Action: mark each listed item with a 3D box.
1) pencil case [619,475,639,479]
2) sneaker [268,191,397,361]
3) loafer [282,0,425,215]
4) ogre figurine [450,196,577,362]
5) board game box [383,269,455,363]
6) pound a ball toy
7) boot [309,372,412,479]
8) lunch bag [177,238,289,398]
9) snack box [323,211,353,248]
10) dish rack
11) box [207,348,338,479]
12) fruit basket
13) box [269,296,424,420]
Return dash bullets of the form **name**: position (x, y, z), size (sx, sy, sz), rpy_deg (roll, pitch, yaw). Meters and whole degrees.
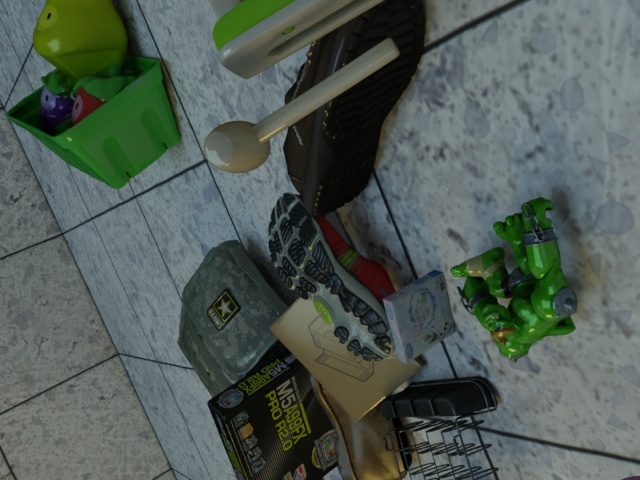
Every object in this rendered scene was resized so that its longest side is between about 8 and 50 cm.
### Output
- **pencil case**: position (0.356, 0.416, 0.735), size (0.167, 0.160, 0.386), rpy_deg (39, 144, 51)
- **sneaker**: position (0.030, 0.047, 1.005), size (0.279, 0.118, 0.107), rpy_deg (53, 127, 17)
- **loafer**: position (0.008, -0.174, 0.846), size (0.130, 0.134, 0.366), rpy_deg (51, 148, 21)
- **ogre figurine**: position (0.210, 0.050, 0.754), size (0.197, 0.097, 0.118), rpy_deg (-48, 52, 43)
- **board game box**: position (0.128, 0.097, 0.917), size (0.020, 0.090, 0.090), rpy_deg (14, 124, 54)
- **pound a ball toy**: position (0.013, -0.219, 0.632), size (0.208, 0.319, 0.136), rpy_deg (62, -168, 2)
- **boot**: position (0.064, 0.256, 1.176), size (0.115, 0.112, 0.305), rpy_deg (-18, 93, 30)
- **lunch bag**: position (-0.151, 0.168, 1.353), size (0.235, 0.169, 0.287), rpy_deg (49, 140, 30)
- **snack box**: position (0.000, 0.000, 1.099), size (0.141, 0.037, 0.100), rpy_deg (63, 152, -1)
- **dish rack**: position (0.178, 0.333, 0.983), size (0.208, 0.074, 0.271), rpy_deg (-28, 74, 62)
- **box**: position (-0.062, 0.334, 1.266), size (0.060, 0.216, 0.270), rpy_deg (28, 139, 48)
- **fruit basket**: position (-0.473, -0.323, 1.403), size (0.392, 0.283, 0.392), rpy_deg (40, 160, 18)
- **box**: position (0.035, 0.159, 1.085), size (0.201, 0.021, 0.164), rpy_deg (46, 125, 6)
